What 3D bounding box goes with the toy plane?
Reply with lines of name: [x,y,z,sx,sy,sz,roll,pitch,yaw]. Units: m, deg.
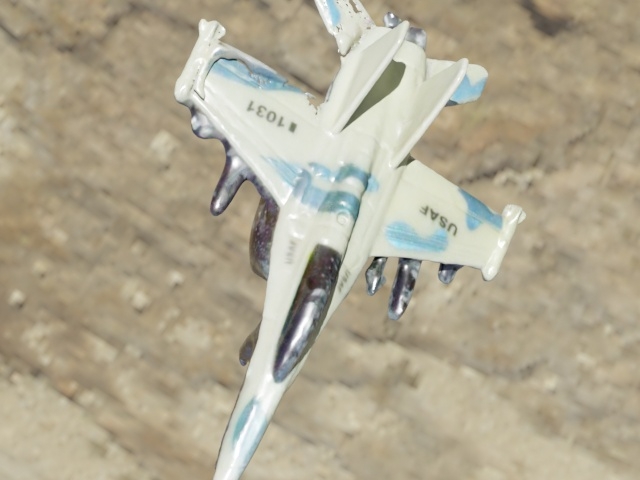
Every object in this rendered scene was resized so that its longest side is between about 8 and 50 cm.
toy plane: [-0.005,0.002,0.941,0.192,0.262,0.088,31,163,-17]
